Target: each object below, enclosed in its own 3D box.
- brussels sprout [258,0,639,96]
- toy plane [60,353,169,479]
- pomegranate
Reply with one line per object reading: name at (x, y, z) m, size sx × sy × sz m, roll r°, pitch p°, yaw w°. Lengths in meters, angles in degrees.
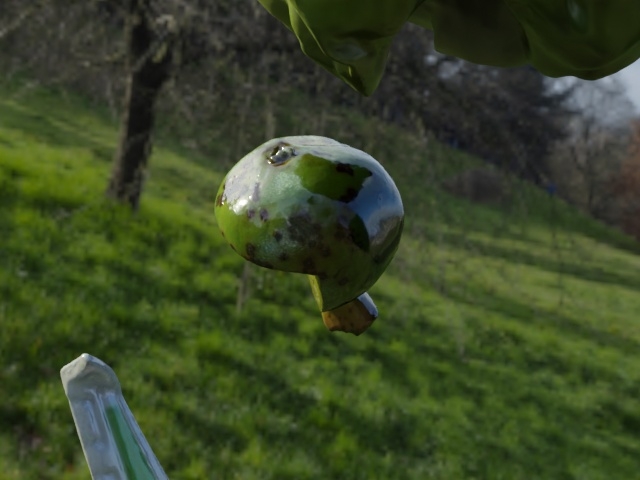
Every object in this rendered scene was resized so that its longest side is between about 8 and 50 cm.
brussels sprout at (0.132, -0.306, 0.828) m, size 0.425 × 0.361 × 0.342 m, roll -11°, pitch 45°, yaw 5°
toy plane at (-0.034, 0.165, 0.347) m, size 0.101 × 0.251 × 0.255 m, roll -20°, pitch -21°, yaw 24°
pomegranate at (0.009, -0.010, 0.963) m, size 0.169 × 0.122 × 0.143 m, roll 45°, pitch 9°, yaw -22°
